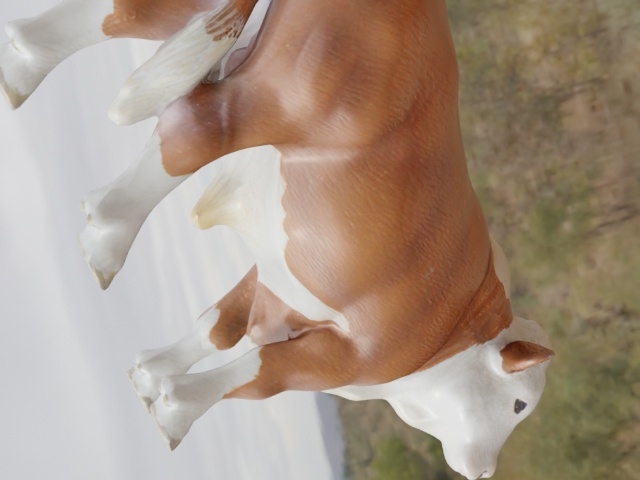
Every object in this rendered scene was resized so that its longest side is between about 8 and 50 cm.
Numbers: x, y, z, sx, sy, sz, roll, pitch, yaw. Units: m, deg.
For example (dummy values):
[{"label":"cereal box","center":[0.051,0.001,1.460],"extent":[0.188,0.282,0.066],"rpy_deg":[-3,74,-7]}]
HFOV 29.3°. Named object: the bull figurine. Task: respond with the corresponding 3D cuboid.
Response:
[{"label":"bull figurine","center":[0.000,0.000,0.511],"extent":[0.101,0.188,0.310],"rpy_deg":[50,162,49]}]
